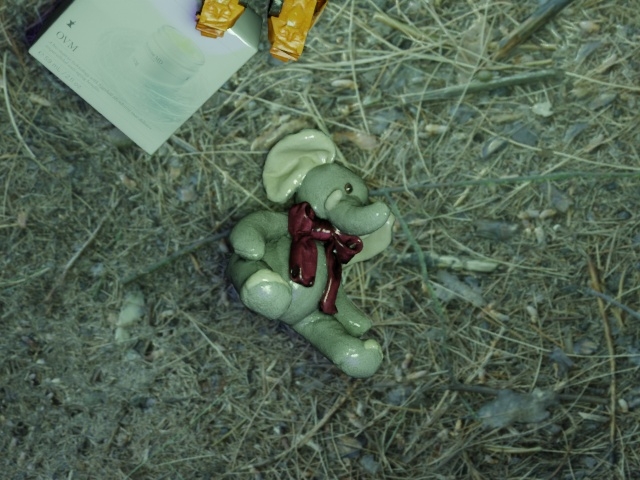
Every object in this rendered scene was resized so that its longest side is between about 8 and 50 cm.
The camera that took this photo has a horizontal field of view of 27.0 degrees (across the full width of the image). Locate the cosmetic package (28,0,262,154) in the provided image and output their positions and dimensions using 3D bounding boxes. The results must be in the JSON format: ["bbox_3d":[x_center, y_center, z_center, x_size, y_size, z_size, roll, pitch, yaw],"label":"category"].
[{"bbox_3d":[-0.237,-0.283,1.838,0.224,0.138,0.225,40,111,-19],"label":"cosmetic package"}]

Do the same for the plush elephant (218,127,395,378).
[{"bbox_3d":[0.000,0.000,1.938,0.272,0.330,0.255,37,91,-32],"label":"plush elephant"}]

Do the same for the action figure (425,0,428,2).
[{"bbox_3d":[0.107,-0.406,1.679,0.099,0.285,0.185,-25,116,13],"label":"action figure"}]

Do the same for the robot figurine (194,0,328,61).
[{"bbox_3d":[-0.060,-0.392,1.741,0.211,0.085,0.291,17,79,-10],"label":"robot figurine"}]
